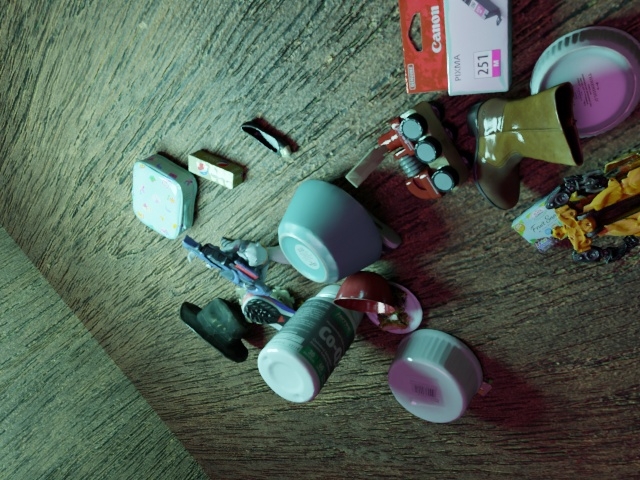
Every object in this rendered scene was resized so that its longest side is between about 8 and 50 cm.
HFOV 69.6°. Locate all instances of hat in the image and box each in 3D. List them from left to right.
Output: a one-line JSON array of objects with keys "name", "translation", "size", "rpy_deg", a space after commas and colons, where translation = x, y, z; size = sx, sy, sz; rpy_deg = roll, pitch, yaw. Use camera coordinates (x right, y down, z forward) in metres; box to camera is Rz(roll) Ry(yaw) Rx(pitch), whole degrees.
[{"name": "hat", "translation": [-0.378, 0.313, 1.788], "size": [0.331, 0.331, 0.134], "rpy_deg": [40, 94, 4]}]

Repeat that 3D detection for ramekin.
[{"name": "ramekin", "translation": [0.344, 0.425, 1.424], "size": [0.277, 0.135, 0.277], "rpy_deg": [17, 124, 26]}, {"name": "ramekin", "translation": [0.514, -0.298, 0.892], "size": [0.207, 0.109, 0.207], "rpy_deg": [16, 126, 23]}]

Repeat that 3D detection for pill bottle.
[{"name": "pill bottle", "translation": [-0.014, 0.303, 1.429], "size": [0.204, 0.361, 0.204], "rpy_deg": [16, 126, 23]}]

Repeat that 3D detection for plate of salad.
[{"name": "plate of salad", "translation": [0.218, 0.216, 1.439], "size": [0.200, 0.048, 0.199], "rpy_deg": [16, 126, 24]}]

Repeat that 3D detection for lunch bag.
[{"name": "lunch bag", "translation": [-0.555, -0.151, 1.654], "size": [0.224, 0.108, 0.279], "rpy_deg": [27, 131, 9]}]

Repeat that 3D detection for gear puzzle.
[{"name": "gear puzzle", "translation": [-0.153, 0.235, 1.692], "size": [0.339, 0.044, 0.175], "rpy_deg": [0, 116, 29]}]

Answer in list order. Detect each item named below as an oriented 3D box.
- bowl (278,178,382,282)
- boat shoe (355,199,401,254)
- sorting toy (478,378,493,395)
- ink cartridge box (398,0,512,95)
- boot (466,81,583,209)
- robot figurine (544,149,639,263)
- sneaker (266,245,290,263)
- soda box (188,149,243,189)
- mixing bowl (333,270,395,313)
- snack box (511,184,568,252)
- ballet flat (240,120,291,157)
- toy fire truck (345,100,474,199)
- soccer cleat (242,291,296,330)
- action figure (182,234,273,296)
[{"name": "bowl", "translation": [0.000, 0.000, 1.298], "size": [0.311, 0.163, 0.311], "rpy_deg": [35, 152, 22]}, {"name": "boat shoe", "translation": [0.125, -0.038, 1.319], "size": [0.219, 0.078, 0.070], "rpy_deg": [39, 130, 3]}, {"name": "sorting toy", "translation": [0.498, 0.447, 1.430], "size": [0.062, 0.012, 0.083], "rpy_deg": [32, 130, 12]}, {"name": "ink cartridge box", "translation": [0.278, -0.451, 0.978], "size": [0.239, 0.060, 0.275], "rpy_deg": [4, 120, 29]}, {"name": "boot", "translation": [0.428, -0.173, 0.939], "size": [0.280, 0.096, 0.264], "rpy_deg": [-147, 43, -71]}, {"name": "robot figurine", "translation": [0.623, -0.074, 0.948], "size": [0.291, 0.085, 0.211], "rpy_deg": [-27, 99, 30]}, {"name": "sneaker", "translation": [-0.097, 0.032, 1.516], "size": [0.212, 0.080, 0.094], "rpy_deg": [13, 99, 35]}, {"name": "soda box", "translation": [-0.341, -0.232, 1.502], "size": [0.181, 0.058, 0.061], "rpy_deg": [25, 128, 18]}, {"name": "mixing bowl", "translation": [0.135, 0.149, 1.360], "size": [0.181, 0.098, 0.181], "rpy_deg": [9, 160, 3]}, {"name": "snack box", "translation": [0.539, -0.049, 1.078], "size": [0.100, 0.037, 0.141], "rpy_deg": [42, 131, 3]}, {"name": "ballet flat", "translation": [-0.160, -0.292, 1.356], "size": [0.173, 0.049, 0.057], "rpy_deg": [34, 131, 10]}, {"name": "toy fire truck", "translation": [0.209, -0.188, 1.139], "size": [0.246, 0.158, 0.217], "rpy_deg": [-22, 106, 51]}, {"name": "soccer cleat", "translation": [-0.127, 0.267, 1.607], "size": [0.318, 0.116, 0.108], "rpy_deg": [30, 102, -20]}, {"name": "action figure", "translation": [-0.302, 0.038, 1.516], "size": [0.330, 0.178, 0.341], "rpy_deg": [-4, 144, 48]}]
